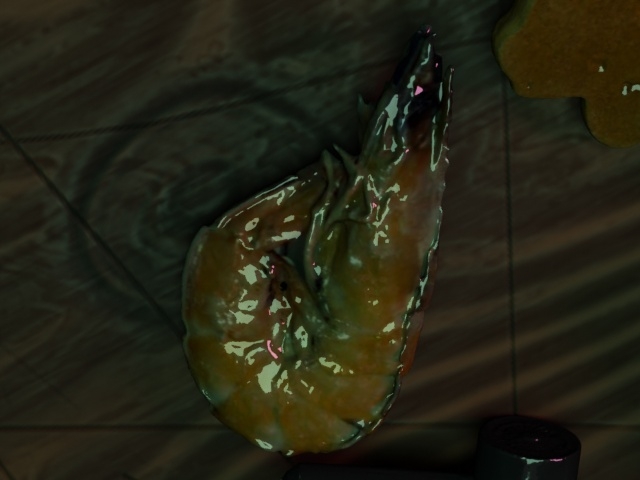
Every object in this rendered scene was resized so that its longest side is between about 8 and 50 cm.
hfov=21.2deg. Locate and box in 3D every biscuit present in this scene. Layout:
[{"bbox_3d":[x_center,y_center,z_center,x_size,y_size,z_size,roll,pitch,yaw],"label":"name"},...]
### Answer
[{"bbox_3d":[0.236,-0.132,1.077,0.249,0.035,0.184,10,130,-7],"label":"biscuit"}]

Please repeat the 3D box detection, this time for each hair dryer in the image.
[{"bbox_3d":[0.064,0.183,1.169,0.219,0.071,0.124,6,106,-7],"label":"hair dryer"}]

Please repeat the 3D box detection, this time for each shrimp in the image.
[{"bbox_3d":[0.000,0.000,1.123,0.164,0.062,0.316,15,111,-5],"label":"shrimp"}]
